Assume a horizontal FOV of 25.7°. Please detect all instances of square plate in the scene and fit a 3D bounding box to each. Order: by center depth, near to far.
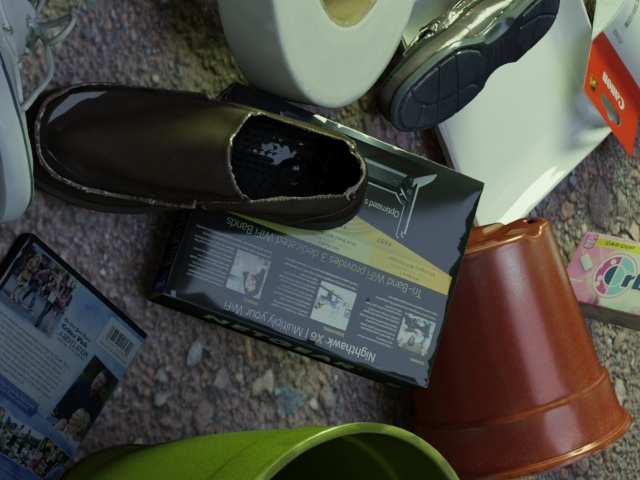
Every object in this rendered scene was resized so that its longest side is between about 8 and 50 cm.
[{"bbox_3d":[0.245,-0.219,1.845,0.347,0.049,0.344,-41,118,-34],"label":"square plate"}]

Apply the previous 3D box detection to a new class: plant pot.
[{"bbox_3d":[-0.093,0.336,1.345,0.366,0.353,0.366,-2,93,-43],"label":"plant pot"},{"bbox_3d":[0.211,0.123,1.703,0.272,0.272,0.265,-21,98,-41],"label":"plant pot"}]

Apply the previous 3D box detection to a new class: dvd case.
[{"bbox_3d":[-0.294,0.144,1.374,0.180,0.022,0.253,47,62,-33],"label":"dvd case"}]

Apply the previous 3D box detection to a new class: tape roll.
[{"bbox_3d":[0.012,-0.337,1.509,0.392,0.072,0.392,-39,134,-55],"label":"tape roll"}]

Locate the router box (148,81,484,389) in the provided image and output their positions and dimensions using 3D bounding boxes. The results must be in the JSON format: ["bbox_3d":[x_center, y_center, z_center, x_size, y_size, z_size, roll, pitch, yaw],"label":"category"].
[{"bbox_3d":[0.000,0.000,1.519,0.309,0.081,0.243,21,76,-15],"label":"router box"}]

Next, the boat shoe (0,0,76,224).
[{"bbox_3d":[-0.305,-0.204,1.285,0.156,0.136,0.367,-24,99,-43],"label":"boat shoe"}]

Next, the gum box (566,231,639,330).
[{"bbox_3d":[0.420,0.059,1.934,0.062,0.188,0.107,40,73,-38],"label":"gum box"}]

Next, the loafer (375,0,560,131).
[{"bbox_3d":[0.164,-0.233,1.693,0.302,0.095,0.109,-37,145,-28],"label":"loafer"}]

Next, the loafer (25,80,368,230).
[{"bbox_3d":[-0.115,-0.095,1.383,0.366,0.130,0.133,5,80,-16],"label":"loafer"}]

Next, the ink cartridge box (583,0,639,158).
[{"bbox_3d":[0.443,-0.263,1.982,0.189,0.066,0.232,43,47,-45],"label":"ink cartridge box"}]
